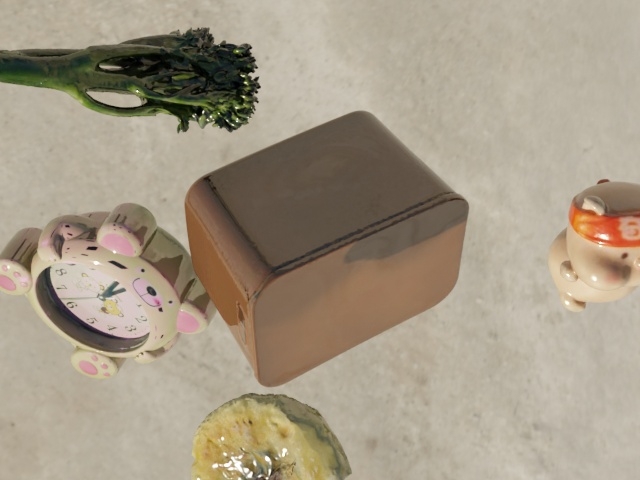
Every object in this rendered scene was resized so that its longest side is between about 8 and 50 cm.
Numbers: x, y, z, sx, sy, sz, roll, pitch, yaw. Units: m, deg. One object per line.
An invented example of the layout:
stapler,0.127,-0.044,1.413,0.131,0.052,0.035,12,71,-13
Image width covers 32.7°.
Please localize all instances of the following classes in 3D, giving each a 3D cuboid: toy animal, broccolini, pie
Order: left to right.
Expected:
broccolini,-0.132,-0.090,0.640,0.074,0.201,0.058,36,128,50
pie,-0.072,0.272,1.272,0.185,0.052,0.218,44,113,22
toy animal,0.392,0.001,1.439,0.171,0.171,0.198,27,154,6

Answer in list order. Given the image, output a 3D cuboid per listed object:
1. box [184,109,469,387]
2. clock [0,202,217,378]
box,0.000,0.000,1.545,0.229,0.339,0.239,51,156,33
clock,-0.332,0.075,1.711,0.309,0.114,0.284,-18,121,35
